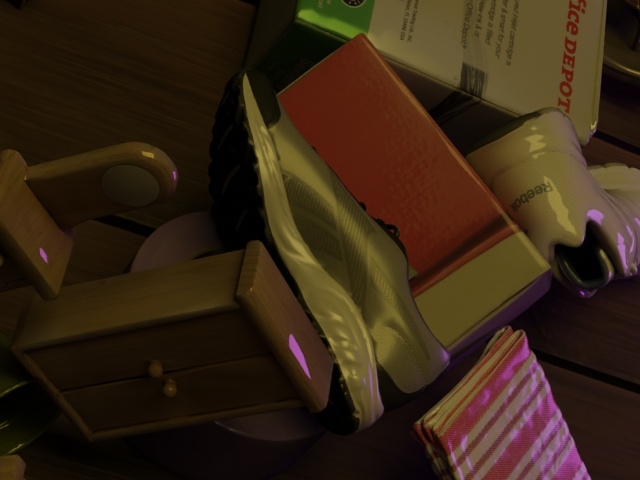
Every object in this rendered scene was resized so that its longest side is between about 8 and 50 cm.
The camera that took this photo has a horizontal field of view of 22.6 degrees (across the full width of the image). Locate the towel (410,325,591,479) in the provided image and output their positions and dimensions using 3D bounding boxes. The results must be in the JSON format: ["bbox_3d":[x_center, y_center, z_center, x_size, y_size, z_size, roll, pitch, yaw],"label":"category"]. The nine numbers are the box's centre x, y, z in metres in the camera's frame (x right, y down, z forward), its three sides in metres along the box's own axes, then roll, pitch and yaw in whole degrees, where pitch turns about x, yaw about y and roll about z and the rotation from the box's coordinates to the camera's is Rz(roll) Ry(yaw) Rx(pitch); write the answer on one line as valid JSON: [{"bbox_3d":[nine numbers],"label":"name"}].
[{"bbox_3d":[0.148,0.182,1.211,0.144,0.029,0.197,-42,113,-43],"label":"towel"}]

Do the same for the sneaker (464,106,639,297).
[{"bbox_3d":[0.219,-0.004,1.339,0.297,0.111,0.129,21,44,-53],"label":"sneaker"}]

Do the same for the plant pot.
[{"bbox_3d":[-0.223,0.091,1.061,0.083,0.083,0.079,-19,58,-40],"label":"plant pot"}]

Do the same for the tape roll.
[{"bbox_3d":[-0.066,0.077,1.162,0.189,0.080,0.189,17,50,-22],"label":"tape roll"}]

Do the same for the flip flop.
[{"bbox_3d":[0.290,-0.269,1.638,0.112,0.080,0.277,3,56,-30],"label":"flip flop"}]

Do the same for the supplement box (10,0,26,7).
[{"bbox_3d":[-0.241,-0.239,1.307,0.055,0.043,0.083,36,47,-5],"label":"supplement box"}]

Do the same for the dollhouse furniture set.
[{"bbox_3d":[-0.118,0.167,0.890,0.356,0.173,0.303,-81,150,-44],"label":"dollhouse furniture set"}]

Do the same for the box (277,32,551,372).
[{"bbox_3d":[0.059,-0.021,1.237,0.127,0.148,0.232,-38,79,1],"label":"box"}]

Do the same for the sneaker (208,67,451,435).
[{"bbox_3d":[0.000,0.000,1.128,0.108,0.100,0.272,-18,75,-25],"label":"sneaker"}]

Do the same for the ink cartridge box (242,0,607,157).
[{"bbox_3d":[0.099,-0.195,1.418,0.289,0.121,0.211,22,59,-18],"label":"ink cartridge box"}]
